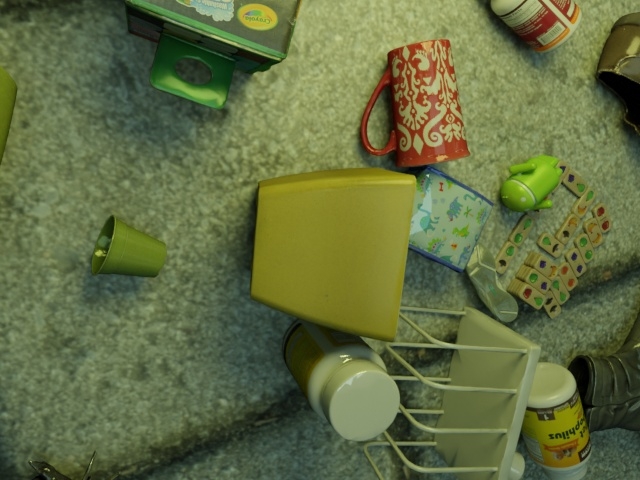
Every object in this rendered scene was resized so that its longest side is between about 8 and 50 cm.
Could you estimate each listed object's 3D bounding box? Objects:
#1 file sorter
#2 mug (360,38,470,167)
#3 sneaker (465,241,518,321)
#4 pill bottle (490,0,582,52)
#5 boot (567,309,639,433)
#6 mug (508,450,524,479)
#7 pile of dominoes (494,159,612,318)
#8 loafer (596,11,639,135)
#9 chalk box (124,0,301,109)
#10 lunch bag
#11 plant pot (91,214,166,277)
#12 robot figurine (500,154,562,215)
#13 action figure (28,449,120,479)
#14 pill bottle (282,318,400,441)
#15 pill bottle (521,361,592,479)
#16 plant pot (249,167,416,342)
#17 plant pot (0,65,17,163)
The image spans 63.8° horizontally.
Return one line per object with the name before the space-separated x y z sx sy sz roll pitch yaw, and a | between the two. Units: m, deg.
file sorter | 0.195 0.261 0.835 0.173 0.193 0.278 8 99 -17
mug | 0.140 -0.198 0.761 0.150 0.113 0.169 -13 102 -18
sneaker | 0.287 0.072 0.901 0.053 0.061 0.152 -26 89 -4
pill bottle | 0.324 -0.370 0.798 0.152 0.086 0.086 31 90 -22
boot | 0.607 0.233 1.013 0.222 0.118 0.338 3 96 -14
mug | 0.344 0.433 0.992 0.064 0.062 0.078 31 84 -14
pile of dominoes | 0.444 0.009 0.944 0.196 0.040 0.251 32 91 -22
loafer | 0.609 -0.225 0.914 0.366 0.134 0.130 42 91 -12
chalk box | -0.124 -0.309 0.611 0.180 0.179 0.289 15 97 -22
lunch bag | 0.189 -0.033 0.819 0.151 0.096 0.129 24 93 -12
plant pot | -0.255 0.017 0.695 0.079 0.083 0.083 20 95 -35
robot figurine | 0.357 -0.095 0.877 0.115 0.067 0.101 -41 123 -6
action figure | -0.400 0.419 0.693 0.275 0.141 0.164 -41 109 -3
pill bottle | 0.025 0.191 0.749 0.119 0.208 0.119 -4 103 -17
pill bottle | 0.439 0.348 0.973 0.117 0.117 0.215 -26 109 -12
plant pot | 0.000 0.000 0.713 0.187 0.212 0.212 5 100 -8
plant pot | -0.459 -0.083 0.519 0.275 0.275 0.293 32 75 -22
